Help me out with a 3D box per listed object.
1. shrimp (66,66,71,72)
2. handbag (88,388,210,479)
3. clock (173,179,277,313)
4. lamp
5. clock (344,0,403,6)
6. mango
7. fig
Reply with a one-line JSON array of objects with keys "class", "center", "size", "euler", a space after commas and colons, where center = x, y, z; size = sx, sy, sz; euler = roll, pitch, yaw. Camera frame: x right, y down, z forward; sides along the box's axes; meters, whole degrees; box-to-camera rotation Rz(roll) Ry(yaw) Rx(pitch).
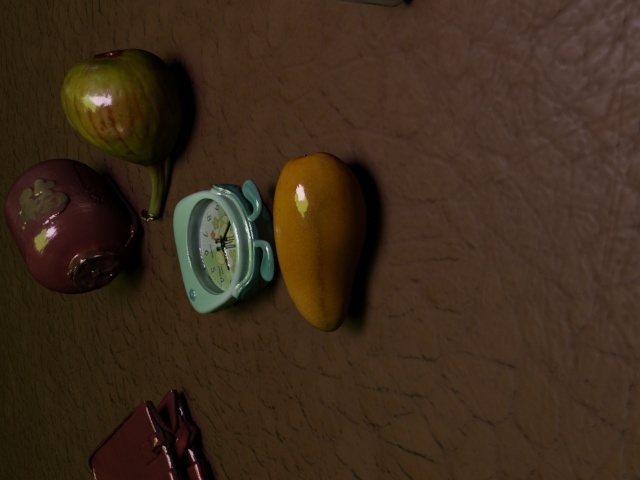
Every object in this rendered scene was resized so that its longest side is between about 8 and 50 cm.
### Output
[{"class": "shrimp", "center": [-0.366, -0.219, 1.306], "size": [0.184, 0.043, 0.091], "euler": [54, 157, 38]}, {"class": "handbag", "center": [-0.243, 0.388, 1.222], "size": [0.275, 0.084, 0.260], "euler": [-48, 58, 45]}, {"class": "clock", "center": [-0.108, 0.007, 0.991], "size": [0.189, 0.060, 0.148], "euler": [-18, 81, 53]}, {"class": "lamp", "center": [-0.386, -0.028, 1.274], "size": [0.258, 0.180, 0.180], "euler": [51, 133, 38]}, {"class": "clock", "center": [0.037, -0.297, 0.671], "size": [0.071, 0.147, 0.192], "euler": [58, 137, 36]}, {"class": "mango", "center": [0.000, 0.000, 0.830], "size": [0.102, 0.085, 0.184], "euler": [20, 122, 46]}, {"class": "fig", "center": [-0.242, -0.127, 1.104], "size": [0.151, 0.151, 0.259], "euler": [24, 137, 49]}]
